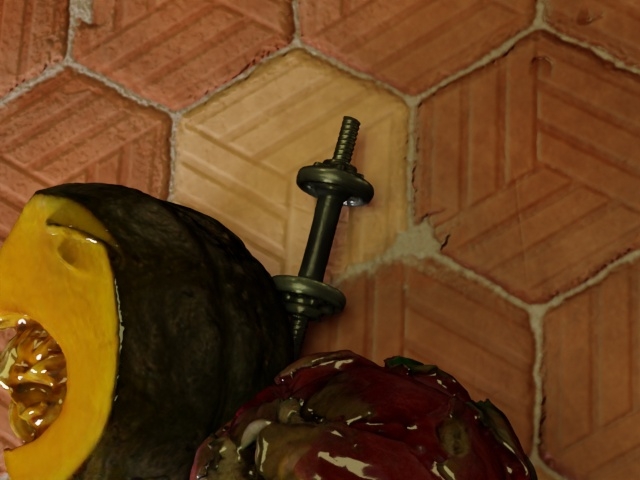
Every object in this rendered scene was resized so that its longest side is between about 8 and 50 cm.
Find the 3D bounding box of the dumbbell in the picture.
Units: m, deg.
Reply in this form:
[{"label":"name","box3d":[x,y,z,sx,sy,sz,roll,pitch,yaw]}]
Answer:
[{"label":"dumbbell","box3d":[0.000,0.000,1.805,0.081,0.081,0.254,9,74,21]}]

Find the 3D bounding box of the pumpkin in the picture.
[{"label":"pumpkin","box3d":[-0.173,0.104,1.728,0.256,0.225,0.303,-32,68,32]}]

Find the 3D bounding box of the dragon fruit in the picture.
[{"label":"dragon fruit","box3d":[0.042,0.249,1.582,0.329,0.329,0.329,-6,71,17]}]
